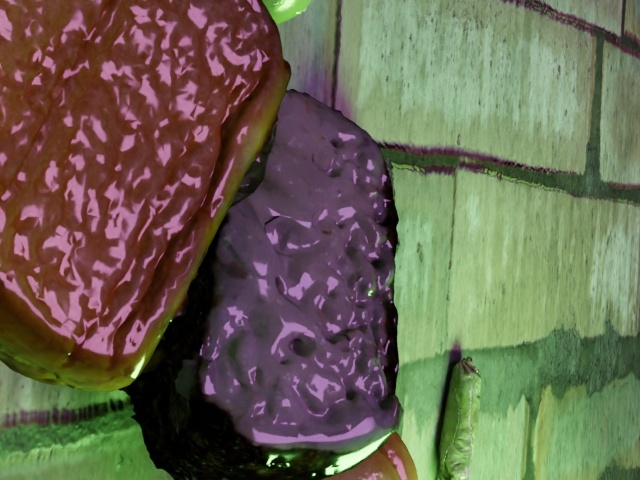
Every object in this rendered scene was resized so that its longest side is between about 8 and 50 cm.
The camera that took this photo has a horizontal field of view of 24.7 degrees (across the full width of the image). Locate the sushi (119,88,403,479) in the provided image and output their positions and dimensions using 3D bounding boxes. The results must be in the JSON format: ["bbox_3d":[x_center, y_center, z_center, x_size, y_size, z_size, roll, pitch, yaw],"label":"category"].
[{"bbox_3d":[-0.065,0.043,1.210,0.234,0.207,0.348,20,59,-24],"label":"sushi"}]

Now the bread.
[{"bbox_3d":[-0.198,-0.103,0.976,0.328,0.148,0.337,42,57,-35],"label":"bread"}]

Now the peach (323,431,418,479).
[{"bbox_3d":[0.006,0.245,1.388,0.184,0.184,0.184,-12,104,-61],"label":"peach"}]

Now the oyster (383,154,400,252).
[{"bbox_3d":[0.052,-0.025,1.527,0.177,0.064,0.125,22,60,-83],"label":"oyster"}]

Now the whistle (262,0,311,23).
[{"bbox_3d":[-0.019,-0.285,1.334,0.106,0.131,0.288,40,47,-5],"label":"whistle"}]

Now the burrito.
[{"bbox_3d":[0.174,0.234,1.827,0.058,0.045,0.188,88,12,-72],"label":"burrito"}]
